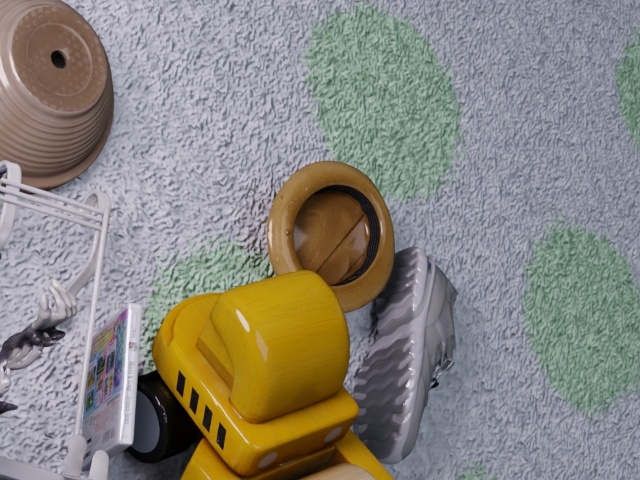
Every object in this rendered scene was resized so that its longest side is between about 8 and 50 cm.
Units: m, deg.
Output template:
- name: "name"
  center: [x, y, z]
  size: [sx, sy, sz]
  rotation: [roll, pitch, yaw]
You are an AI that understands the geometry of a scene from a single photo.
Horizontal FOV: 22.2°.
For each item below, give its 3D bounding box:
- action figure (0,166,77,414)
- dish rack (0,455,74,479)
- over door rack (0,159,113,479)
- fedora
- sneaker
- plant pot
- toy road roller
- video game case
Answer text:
- name: "action figure"
  center: [-0.316, 0.062, 1.453]
  size: [0.164, 0.141, 0.276]
  rotation: [10, 61, -52]
- name: "dish rack"
  center: [-0.282, 0.398, 1.586]
  size: [0.285, 0.072, 0.333]
  rotation: [25, 61, -35]
- name: "over door rack"
  center: [-0.331, 0.074, 1.610]
  size: [0.239, 0.108, 0.324]
  rotation: [18, 58, -35]
- name: "fedora"
  center: [0.000, 0.000, 1.952]
  size: [0.194, 0.079, 0.194]
  rotation: [8, 76, -35]
- name: "sneaker"
  center: [0.123, 0.147, 1.996]
  size: [0.115, 0.105, 0.281]
  rotation: [32, 58, -30]
- name: "plant pot"
  center: [-0.303, -0.173, 1.720]
  size: [0.237, 0.109, 0.237]
  rotation: [13, 70, -38]
- name: "toy road roller"
  center: [-0.045, 0.184, 1.693]
  size: [0.202, 0.241, 0.329]
  rotation: [-15, 55, -43]
- name: "video game case"
  center: [-0.214, 0.152, 1.665]
  size: [0.019, 0.157, 0.143]
  rotation: [9, 70, -20]
